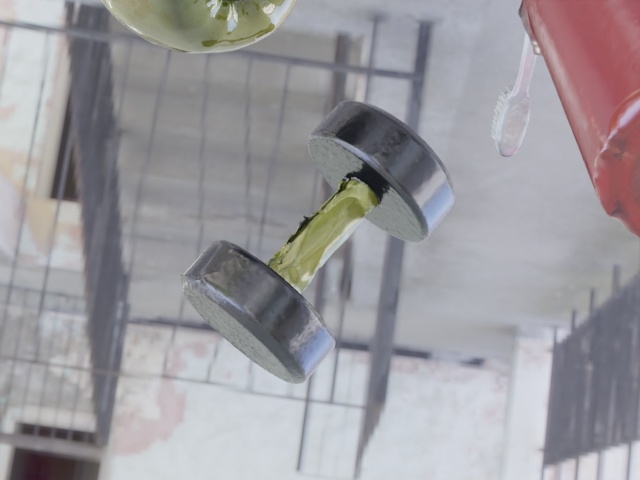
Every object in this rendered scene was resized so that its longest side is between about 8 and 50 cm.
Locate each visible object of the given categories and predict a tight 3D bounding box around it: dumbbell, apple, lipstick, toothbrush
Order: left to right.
[{"bbox_3d":[-0.148,-0.338,1.513,0.262,0.262,0.262,7,168,2],"label":"apple"},{"bbox_3d":[0.000,0.000,1.645,0.204,0.322,0.204,39,166,12],"label":"dumbbell"},{"bbox_3d":[0.168,-0.202,0.975,0.025,0.307,0.029,1,-149,-14],"label":"toothbrush"},{"bbox_3d":[0.114,-0.105,0.529,0.073,0.279,0.073,-1,124,-2],"label":"lipstick"}]
